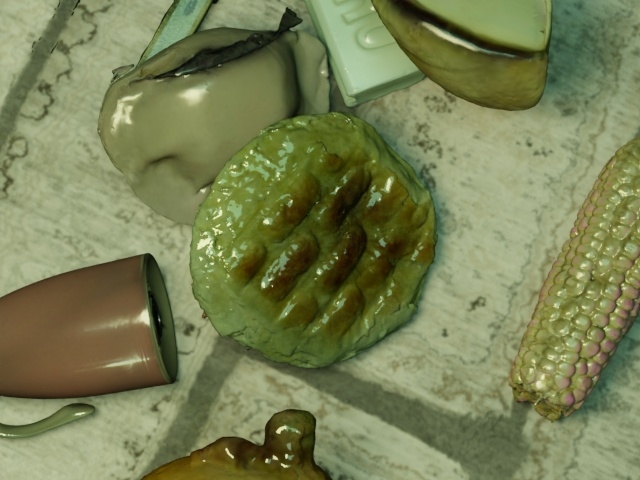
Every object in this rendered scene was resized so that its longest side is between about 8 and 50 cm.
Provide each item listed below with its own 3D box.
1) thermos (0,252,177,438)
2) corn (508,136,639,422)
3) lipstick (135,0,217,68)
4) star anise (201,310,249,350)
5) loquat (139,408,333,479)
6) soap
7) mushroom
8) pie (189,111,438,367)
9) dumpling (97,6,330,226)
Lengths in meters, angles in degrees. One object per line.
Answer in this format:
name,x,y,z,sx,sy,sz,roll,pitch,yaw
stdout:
thermos,-0.296,0.122,1.887,0.265,0.146,0.176,-13,106,4
corn,0.314,0.041,1.930,0.126,0.126,0.335,32,84,4
lipstick,-0.159,-0.253,1.997,0.051,0.051,0.312,28,83,4
star anise,-0.056,0.075,1.938,0.129,0.056,0.124,32,61,-7
loquat,-0.076,0.339,1.754,0.328,0.328,0.359,17,96,1
soap,0.050,-0.268,1.997,0.119,0.066,0.198,-21,81,-4
mushroom,0.151,-0.277,1.929,0.217,0.212,0.292,7,64,4
pie,0.000,0.000,1.886,0.306,0.071,0.306,-6,101,-31
dumpling,-0.100,-0.138,1.909,0.293,0.163,0.204,-17,82,-27
